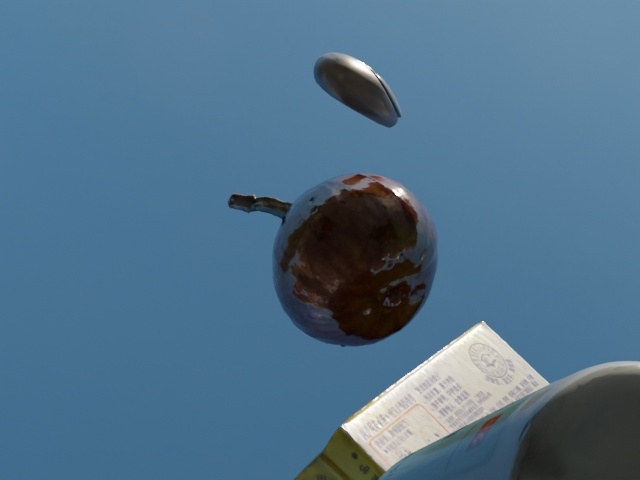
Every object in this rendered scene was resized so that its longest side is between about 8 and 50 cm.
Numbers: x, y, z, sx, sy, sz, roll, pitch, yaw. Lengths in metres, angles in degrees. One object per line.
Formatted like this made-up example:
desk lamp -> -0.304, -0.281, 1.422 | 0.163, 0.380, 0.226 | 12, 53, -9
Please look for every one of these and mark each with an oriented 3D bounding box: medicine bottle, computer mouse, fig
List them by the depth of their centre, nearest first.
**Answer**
medicine bottle -> 0.075, 0.147, 0.676 | 0.110, 0.352, 0.110 | 5, -109, -14
fig -> 0.024, 0.013, 1.264 | 0.148, 0.202, 0.149 | -22, -77, -9
computer mouse -> 0.037, -0.141, 1.305 | 0.039, 0.096, 0.066 | -56, -148, 13

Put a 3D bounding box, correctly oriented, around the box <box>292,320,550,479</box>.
box -> 0.111, 0.189, 1.186 | 0.168, 0.097, 0.265 | 43, -147, 12
